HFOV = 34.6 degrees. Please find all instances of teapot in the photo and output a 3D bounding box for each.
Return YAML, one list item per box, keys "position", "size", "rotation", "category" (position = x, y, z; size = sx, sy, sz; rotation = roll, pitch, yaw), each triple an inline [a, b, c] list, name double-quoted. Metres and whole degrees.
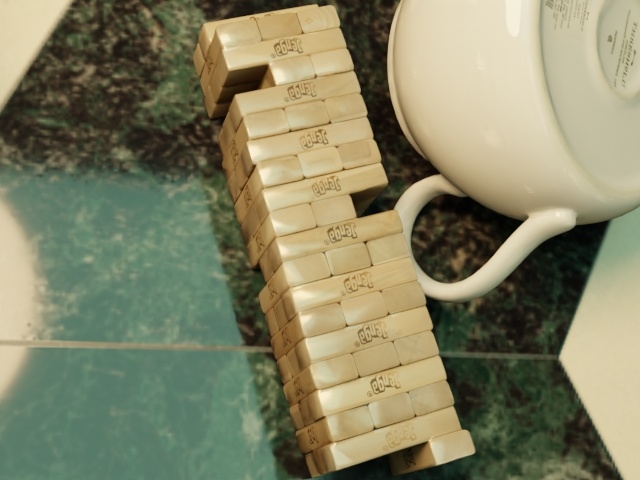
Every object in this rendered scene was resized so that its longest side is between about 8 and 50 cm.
- position: [0.135, -0.123, 0.737]
  size: [0.256, 0.187, 0.253]
  rotation: [-38, 114, -37]
  category: "teapot"

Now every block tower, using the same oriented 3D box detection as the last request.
- position: [0.000, 0.000, 0.709]
  size: [0.097, 0.091, 0.336]
  rotation: [-14, 78, -17]
  category: "block tower"
